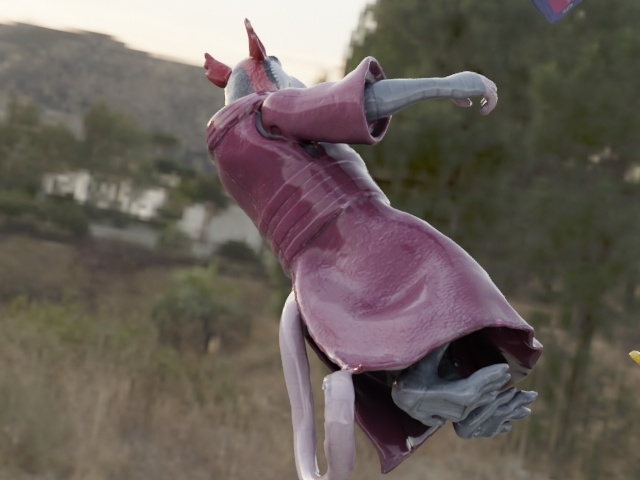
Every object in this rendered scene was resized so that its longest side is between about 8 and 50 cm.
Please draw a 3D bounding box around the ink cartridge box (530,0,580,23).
[{"bbox_3d":[0.051,-0.215,0.739,0.311,0.065,0.186,47,7,15],"label":"ink cartridge box"}]

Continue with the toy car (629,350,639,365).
[{"bbox_3d":[0.243,0.098,0.910,0.122,0.040,0.060,44,6,2],"label":"toy car"}]

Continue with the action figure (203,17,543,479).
[{"bbox_3d":[0.000,0.000,1.137,0.275,0.370,0.248,-26,-22,-28],"label":"action figure"}]
